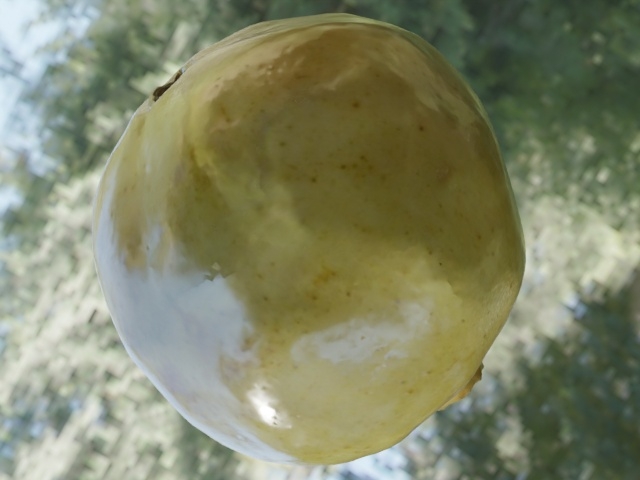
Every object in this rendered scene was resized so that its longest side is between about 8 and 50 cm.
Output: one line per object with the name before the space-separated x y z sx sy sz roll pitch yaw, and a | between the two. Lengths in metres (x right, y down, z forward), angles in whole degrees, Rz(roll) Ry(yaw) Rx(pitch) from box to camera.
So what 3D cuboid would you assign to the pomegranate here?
pomegranate | -0.006 -0.004 0.982 0.233 0.233 0.233 27 -161 -10
